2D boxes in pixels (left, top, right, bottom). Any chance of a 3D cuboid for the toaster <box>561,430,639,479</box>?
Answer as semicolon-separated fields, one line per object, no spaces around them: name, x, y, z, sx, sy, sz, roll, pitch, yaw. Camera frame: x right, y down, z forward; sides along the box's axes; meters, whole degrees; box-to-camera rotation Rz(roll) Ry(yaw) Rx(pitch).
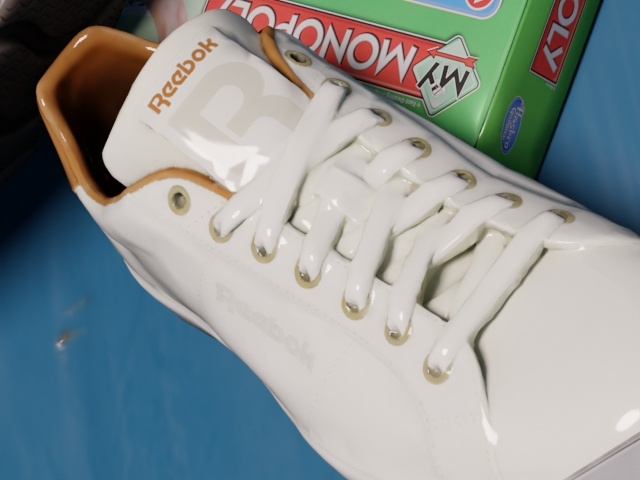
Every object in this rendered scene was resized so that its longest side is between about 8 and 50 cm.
toaster;0.105;0.127;0.471;0.186;0.168;0.110;-37;58;23

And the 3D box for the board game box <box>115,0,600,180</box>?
board game box;-0.020;-0.164;0.713;0.317;0.046;0.213;21;91;37

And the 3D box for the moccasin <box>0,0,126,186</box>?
moccasin;-0.203;-0.049;0.721;0.147;0.139;0.380;50;130;5

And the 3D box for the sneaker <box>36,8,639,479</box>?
sneaker;0.000;0.000;0.568;0.290;0.123;0.106;21;67;48
